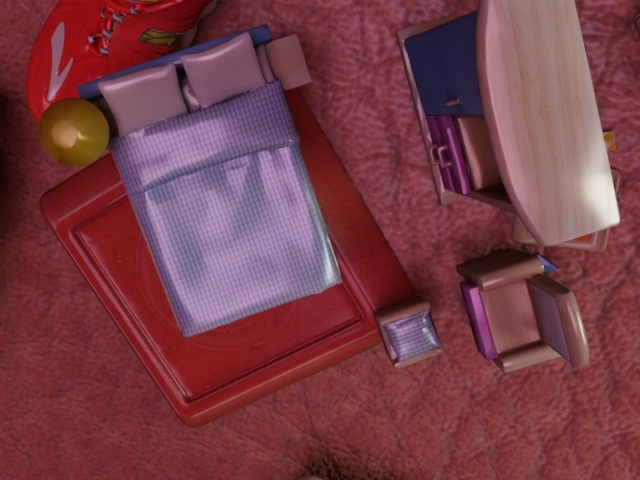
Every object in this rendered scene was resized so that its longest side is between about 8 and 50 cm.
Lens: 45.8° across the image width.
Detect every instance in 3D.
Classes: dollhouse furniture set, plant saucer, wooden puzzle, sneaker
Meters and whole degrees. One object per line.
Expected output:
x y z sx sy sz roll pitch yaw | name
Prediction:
0.000 0.000 0.487 0.303 0.198 0.286 -17 101 -3 | dollhouse furniture set
-0.083 0.021 0.637 0.258 0.048 0.259 -28 100 17 | plant saucer
0.191 -0.027 0.590 0.078 0.014 0.116 1 108 10 | wooden puzzle
-0.133 -0.181 0.543 0.107 0.118 0.279 45 109 -5 | sneaker

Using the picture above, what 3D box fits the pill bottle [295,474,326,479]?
0.079 0.325 0.646 0.278 0.162 0.162 22 110 2 | pill bottle

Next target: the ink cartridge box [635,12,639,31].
0.379 -0.129 0.469 0.283 0.117 0.207 -30 101 17 | ink cartridge box
